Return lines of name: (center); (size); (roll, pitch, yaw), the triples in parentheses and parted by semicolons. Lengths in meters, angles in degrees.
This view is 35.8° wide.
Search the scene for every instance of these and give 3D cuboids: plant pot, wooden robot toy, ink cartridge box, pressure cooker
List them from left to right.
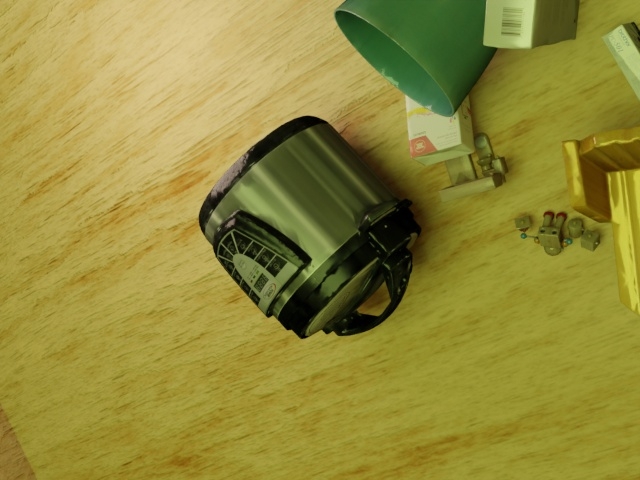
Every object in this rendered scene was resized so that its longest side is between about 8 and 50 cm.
pressure cooker: (0.005, -0.004, 2.052); (0.375, 0.370, 0.420); (-43, 80, 7)
plant pot: (0.211, -0.412, 1.836); (0.293, 0.293, 0.235); (41, 88, 15)
ink cartridge box: (0.234, -0.262, 1.980); (0.115, 0.067, 0.198); (-15, 70, 31)
wooden robot toy: (0.471, -0.005, 1.970); (0.173, 0.076, 0.079); (8, 143, 28)
ink cartridge box: (0.589, -0.293, 1.788); (0.046, 0.097, 0.207); (-32, 87, 33)

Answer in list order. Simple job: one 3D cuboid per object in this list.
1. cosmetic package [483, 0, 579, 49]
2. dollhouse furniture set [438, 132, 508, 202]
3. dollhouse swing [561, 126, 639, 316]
cosmetic package: (0.387, -0.534, 1.731); (0.097, 0.284, 0.377); (12, 108, 29)
dollhouse furniture set: (0.289, -0.157, 1.970); (0.144, 0.151, 0.123); (-15, 95, 30)
dollhouse swing: (0.634, -0.024, 1.737); (0.346, 0.315, 0.305); (-4, 81, 30)
